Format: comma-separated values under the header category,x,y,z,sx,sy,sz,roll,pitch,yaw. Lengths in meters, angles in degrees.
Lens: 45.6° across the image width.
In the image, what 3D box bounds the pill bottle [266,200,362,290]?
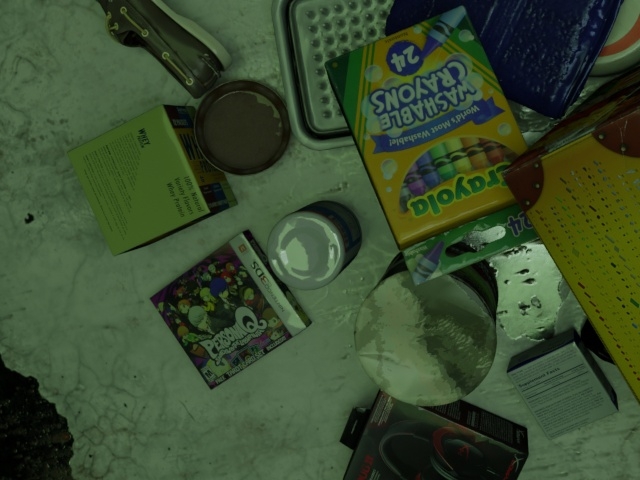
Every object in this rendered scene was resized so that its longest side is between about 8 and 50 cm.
category,x,y,z,sx,sy,sz,roll,pitch,yaw
pill bottle,0.000,0.000,1.244,0.124,0.221,0.124,2,99,13

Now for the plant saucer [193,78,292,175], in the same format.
category,x,y,z,sx,sy,sz,roll,pitch,yaw
plant saucer,-0.134,-0.194,1.323,0.169,0.029,0.168,0,90,-4

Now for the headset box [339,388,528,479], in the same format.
category,x,y,z,sx,sy,sz,roll,pitch,yaw
headset box,0.180,0.377,1.320,0.293,0.110,0.218,23,104,9

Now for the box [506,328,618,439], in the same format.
category,x,y,z,sx,sy,sz,roll,pitch,yaw
box,0.399,0.236,1.258,0.126,0.072,0.137,-32,91,24

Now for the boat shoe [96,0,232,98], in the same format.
category,x,y,z,sx,sy,sz,roll,pitch,yaw
boat shoe,-0.306,-0.370,1.305,0.324,0.116,0.096,37,82,0

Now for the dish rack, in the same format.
category,x,y,z,sx,sy,sz,roll,pitch,yaw
dish rack,0.100,-0.307,1.248,0.333,0.072,0.285,-8,98,14

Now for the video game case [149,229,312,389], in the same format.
category,x,y,z,sx,sy,sz,roll,pitch,yaw
video game case,-0.167,0.129,1.399,0.232,0.042,0.210,-34,89,16

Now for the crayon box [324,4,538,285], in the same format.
category,x,y,z,sx,sy,sz,roll,pitch,yaw
crayon box,0.159,-0.126,1.025,0.203,0.083,0.322,-22,80,3

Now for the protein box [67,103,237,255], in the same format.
category,x,y,z,sx,sy,sz,roll,pitch,yaw
protein box,-0.292,-0.108,1.341,0.201,0.136,0.199,-23,92,16

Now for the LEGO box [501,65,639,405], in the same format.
category,x,y,z,sx,sy,sz,roll,pitch,yaw
LEGO box,0.502,0.023,0.975,0.193,0.372,0.500,-28,95,45

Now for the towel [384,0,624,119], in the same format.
category,x,y,z,sx,sy,sz,roll,pitch,yaw
towel,0.262,-0.334,1.090,0.308,0.076,0.227,31,110,23

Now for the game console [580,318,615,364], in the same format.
category,x,y,z,sx,sy,sz,roll,pitch,yaw
game console,0.622,0.154,1.214,0.361,0.044,0.213,25,106,9

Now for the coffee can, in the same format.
category,x,y,z,sx,sy,sz,roll,pitch,yaw
coffee can,0.175,0.116,1.193,0.202,0.275,0.201,2,100,13

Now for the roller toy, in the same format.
category,x,y,z,sx,sy,sz,roll,pitch,yaw
roller toy,0.416,-0.340,1.128,0.209,0.146,0.191,20,107,20
